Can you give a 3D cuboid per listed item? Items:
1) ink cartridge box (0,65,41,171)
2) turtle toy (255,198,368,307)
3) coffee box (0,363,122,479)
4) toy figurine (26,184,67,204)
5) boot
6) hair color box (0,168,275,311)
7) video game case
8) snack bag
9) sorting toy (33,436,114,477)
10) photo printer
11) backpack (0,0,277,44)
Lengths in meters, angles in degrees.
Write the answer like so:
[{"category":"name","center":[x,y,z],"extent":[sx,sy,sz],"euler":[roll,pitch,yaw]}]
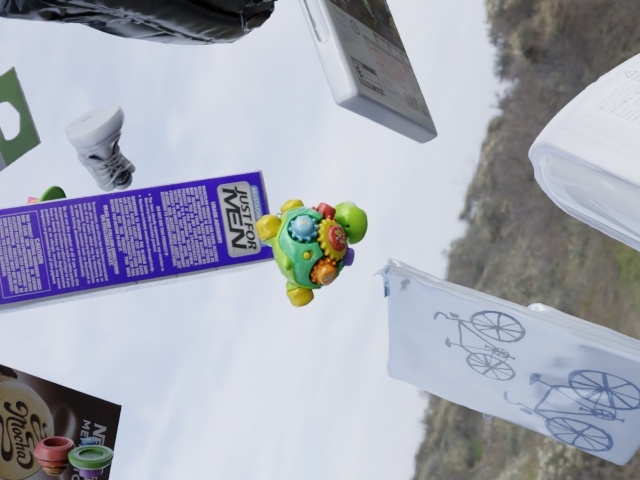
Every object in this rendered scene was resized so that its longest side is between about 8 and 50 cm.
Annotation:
[{"category":"ink cartridge box","center":[-0.471,-0.112,1.162],"extent":[0.235,0.056,0.171],"euler":[-44,-17,-23]},{"category":"turtle toy","center":[0.000,0.000,0.908],"extent":[0.130,0.066,0.095],"euler":[-38,-74,-54]},{"category":"coffee box","center":[-0.423,0.259,1.216],"extent":[0.297,0.119,0.168],"euler":[29,-128,-38]},{"category":"toy figurine","center":[-0.493,-0.013,1.438],"extent":[0.130,0.159,0.173],"euler":[73,-153,-77]},{"category":"boot","center":[-0.323,-0.136,1.443],"extent":[0.123,0.095,0.258],"euler":[59,170,-17]},{"category":"hair color box","center":[-0.235,0.008,1.032],"extent":[0.185,0.338,0.110],"euler":[160,101,-73]},{"category":"video game case","center":[0.027,-0.168,0.731],"extent":[0.190,0.022,0.173],"euler":[6,-118,-66]},{"category":"snack bag","center":[0.230,0.148,1.100],"extent":[0.323,0.342,0.037],"euler":[81,-149,-60]},{"category":"sorting toy","center":[-0.284,0.258,1.090],"extent":[0.061,0.102,0.042],"euler":[-17,-67,-62]},{"category":"photo printer","center":[0.366,-0.087,0.870],"extent":[0.256,0.307,0.107],"euler":[-35,-54,-13]},{"category":"backpack","center":[-0.192,-0.377,1.171],"extent":[0.290,0.355,0.273],"euler":[-45,45,34]}]
